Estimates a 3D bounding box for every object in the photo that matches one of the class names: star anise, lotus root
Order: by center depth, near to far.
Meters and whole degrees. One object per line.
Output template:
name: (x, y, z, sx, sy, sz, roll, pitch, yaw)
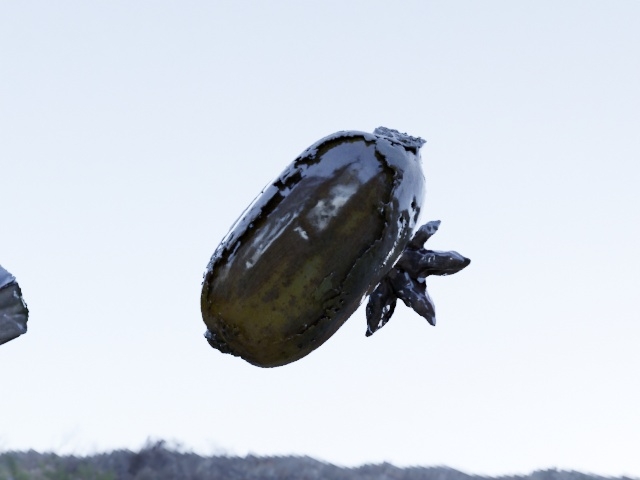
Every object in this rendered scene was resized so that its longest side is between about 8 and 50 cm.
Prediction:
lotus root: (0.000, 0.000, 1.470, 0.196, 0.397, 0.179, 36, -11, 13)
star anise: (0.096, 0.030, 1.619, 0.229, 0.236, 0.093, -25, -16, 14)

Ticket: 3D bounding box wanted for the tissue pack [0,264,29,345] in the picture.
tissue pack: (-0.713, 0.102, 1.968, 0.394, 0.288, 0.124, 28, -48, 54)
